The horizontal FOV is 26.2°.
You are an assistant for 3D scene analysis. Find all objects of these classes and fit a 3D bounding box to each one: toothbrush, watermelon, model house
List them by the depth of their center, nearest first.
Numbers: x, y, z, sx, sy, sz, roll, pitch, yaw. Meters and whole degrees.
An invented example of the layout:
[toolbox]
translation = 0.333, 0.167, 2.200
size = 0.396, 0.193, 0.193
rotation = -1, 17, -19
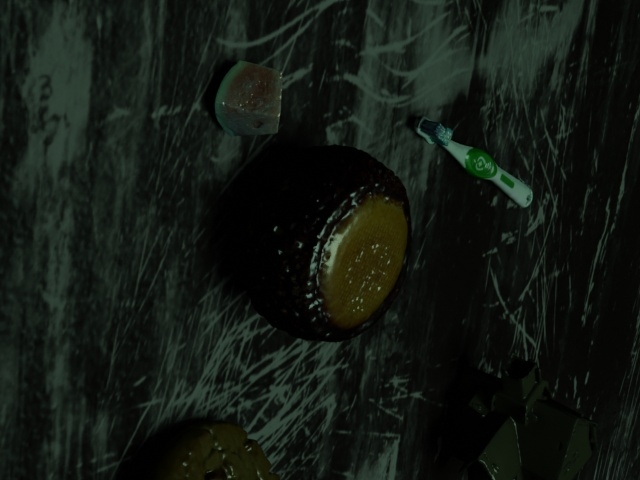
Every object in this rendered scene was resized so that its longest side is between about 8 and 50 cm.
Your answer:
[watermelon]
translation = -0.077, -0.159, 1.539
size = 0.092, 0.072, 0.085
rotation = -11, 99, -47
[toothbrush]
translation = 0.233, -0.112, 2.031
size = 0.418, 0.040, 0.042
rotation = 26, 85, -61
[model house]
translation = 0.303, 0.289, 2.174
size = 0.204, 0.211, 0.243
rotation = -48, 146, -31

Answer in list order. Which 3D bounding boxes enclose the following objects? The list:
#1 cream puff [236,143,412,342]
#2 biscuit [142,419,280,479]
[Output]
[cream puff]
translation = 0.000, 0.000, 1.643
size = 0.239, 0.164, 0.239
rotation = -30, 130, -43
[biscuit]
translation = -0.119, 0.356, 1.666
size = 0.296, 0.075, 0.296
rotation = 28, 59, -60
